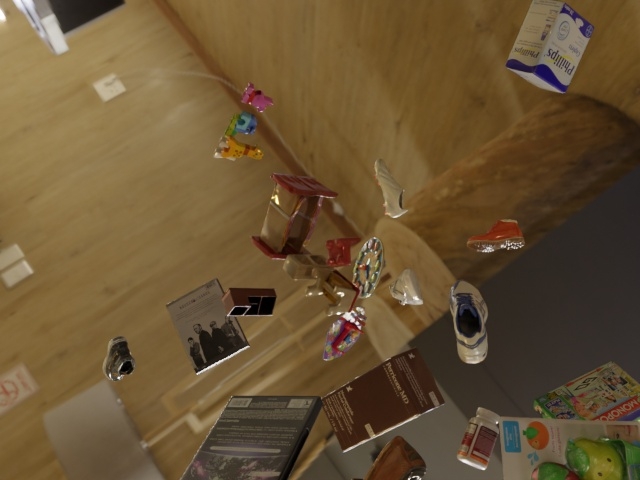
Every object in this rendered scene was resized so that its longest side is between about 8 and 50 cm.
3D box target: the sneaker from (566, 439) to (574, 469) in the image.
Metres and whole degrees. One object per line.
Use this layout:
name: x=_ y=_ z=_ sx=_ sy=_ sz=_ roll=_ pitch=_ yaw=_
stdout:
sneaker: x=0.656 y=0.626 z=1.612 sx=0.208 sy=0.319 sz=0.127 roll=24 pitch=158 yaw=-32

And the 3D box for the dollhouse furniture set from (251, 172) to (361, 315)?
dollhouse furniture set: x=0.000 y=0.000 z=1.718 sx=0.374 sy=0.152 sz=0.201 roll=40 pitch=117 yaw=42

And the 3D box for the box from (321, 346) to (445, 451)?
box: x=0.184 y=0.503 z=2.164 sx=0.381 sy=0.143 sz=0.191 roll=-41 pitch=69 yaw=39

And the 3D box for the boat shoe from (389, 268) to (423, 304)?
boat shoe: x=0.181 y=0.105 z=1.487 sx=0.184 sy=0.063 sz=0.066 roll=39 pitch=-141 yaw=-75

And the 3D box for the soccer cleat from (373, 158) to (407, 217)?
soccer cleat: x=0.224 y=-0.170 z=2.188 sx=0.068 sy=0.076 sz=0.196 roll=-1 pitch=-105 yaw=-64

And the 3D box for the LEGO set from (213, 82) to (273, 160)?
LEGO set: x=-0.173 y=-0.251 z=1.657 sx=0.227 sy=0.093 sz=0.087 roll=-54 pitch=29 yaw=39

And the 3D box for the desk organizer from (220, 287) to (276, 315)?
desk organizer: x=-0.164 y=0.145 z=1.631 sx=0.047 sy=0.130 sz=0.050 roll=-49 pitch=51 yaw=38

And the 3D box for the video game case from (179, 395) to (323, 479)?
video game case: x=-0.130 y=0.371 z=1.194 sx=0.196 sy=0.274 sz=0.026 roll=-6 pitch=120 yaw=27

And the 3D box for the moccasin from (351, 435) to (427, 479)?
moccasin: x=0.131 y=0.698 z=1.898 sx=0.139 sy=0.380 sz=0.147 roll=12 pitch=-154 yaw=-41

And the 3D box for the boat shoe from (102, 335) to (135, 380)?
boat shoe: x=-0.538 y=0.341 z=1.850 sx=0.083 sy=0.065 sz=0.183 roll=56 pitch=145 yaw=32

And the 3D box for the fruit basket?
fruit basket: x=0.534 y=0.526 z=1.400 sx=0.165 sy=0.352 sz=0.327 roll=142 pitch=133 yaw=-61

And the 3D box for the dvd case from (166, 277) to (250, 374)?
dvd case: x=-0.342 y=0.257 z=2.090 sx=0.239 sy=0.179 sz=0.029 roll=62 pitch=179 yaw=20

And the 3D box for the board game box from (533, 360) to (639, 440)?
board game box: x=0.863 y=0.517 z=2.160 sx=0.213 sy=0.317 sz=0.046 roll=49 pitch=154 yaw=49

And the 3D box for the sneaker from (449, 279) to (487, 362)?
sneaker: x=0.445 y=0.213 z=2.056 sx=0.297 sy=0.111 sz=0.131 roll=-91 pitch=-12 yaw=-46

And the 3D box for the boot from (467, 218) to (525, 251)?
boot: x=0.486 y=-0.016 z=1.944 sx=0.059 sy=0.157 sz=0.085 roll=81 pitch=-177 yaw=-64

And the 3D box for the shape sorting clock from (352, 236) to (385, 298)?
shape sorting clock: x=0.154 y=0.089 z=2.267 sx=0.206 sy=0.040 sz=0.206 roll=-168 pitch=90 yaw=-71

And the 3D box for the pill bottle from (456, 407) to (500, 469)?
pill bottle: x=0.442 y=0.547 z=1.917 sx=0.086 sy=0.152 sz=0.086 roll=23 pitch=164 yaw=7

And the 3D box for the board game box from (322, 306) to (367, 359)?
board game box: x=0.070 y=0.247 z=1.761 sx=0.033 sy=0.133 sz=0.169 roll=38 pitch=137 yaw=32

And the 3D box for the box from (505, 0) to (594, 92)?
box: x=0.432 y=-0.364 z=1.301 sx=0.126 sy=0.137 sz=0.072 roll=12 pitch=-166 yaw=-43
